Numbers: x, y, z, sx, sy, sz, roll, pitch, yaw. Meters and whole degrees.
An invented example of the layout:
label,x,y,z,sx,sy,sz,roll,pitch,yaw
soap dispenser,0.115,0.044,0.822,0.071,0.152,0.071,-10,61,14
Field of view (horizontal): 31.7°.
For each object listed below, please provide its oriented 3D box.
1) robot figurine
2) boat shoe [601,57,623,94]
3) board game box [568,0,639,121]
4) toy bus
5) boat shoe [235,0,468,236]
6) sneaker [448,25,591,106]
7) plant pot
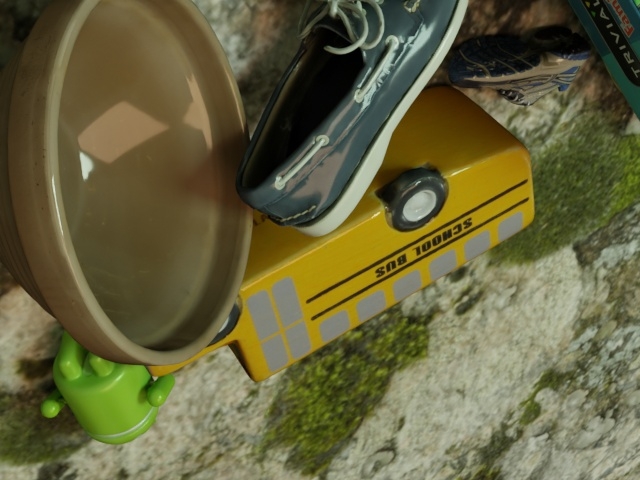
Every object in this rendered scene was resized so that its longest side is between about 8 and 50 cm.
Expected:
label,x,y,z,sx,sy,sz,roll,pitch,yaw
robot figurine,-0.166,0.113,0.879,0.101,0.067,0.115,-9,136,6
boat shoe,0.276,-0.157,0.918,0.104,0.089,0.285,-36,130,24
board game box,0.272,-0.237,0.744,0.253,0.079,0.336,-32,94,-9
toy bus,0.000,0.000,0.875,0.332,0.108,0.130,-29,139,-13
boat shoe,0.020,-0.129,0.769,0.079,0.095,0.254,27,93,-44
sneaker,0.161,-0.133,0.922,0.135,0.052,0.058,-12,136,-27
plant pot,-0.140,-0.040,0.702,0.109,0.237,0.237,-4,142,22
